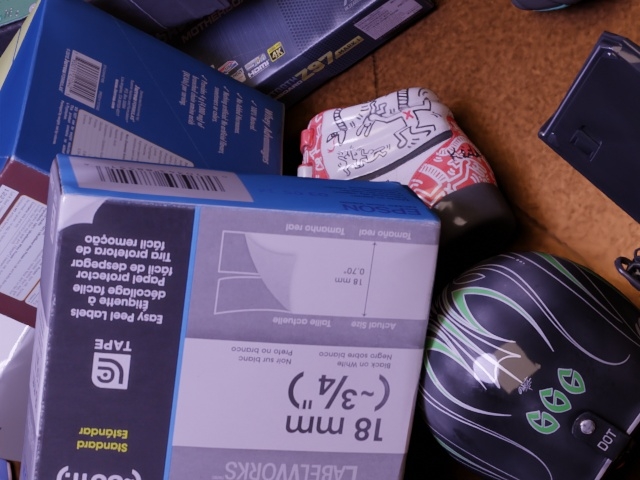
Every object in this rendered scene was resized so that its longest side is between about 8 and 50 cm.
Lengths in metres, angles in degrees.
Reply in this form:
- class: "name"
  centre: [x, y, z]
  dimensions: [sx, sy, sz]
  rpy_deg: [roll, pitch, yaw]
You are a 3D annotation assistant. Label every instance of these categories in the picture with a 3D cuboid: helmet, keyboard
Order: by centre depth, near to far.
- class: "keyboard"
  centre: [0.263, 0.020, 1.068]
  dimensions: [0.317, 0.201, 0.033]
  rpy_deg: [42, 62, 9]
- class: "helmet"
  centre: [0.139, 0.085, 1.161]
  dimensions: [0.161, 0.169, 0.169]
  rpy_deg: [36, 97, 15]

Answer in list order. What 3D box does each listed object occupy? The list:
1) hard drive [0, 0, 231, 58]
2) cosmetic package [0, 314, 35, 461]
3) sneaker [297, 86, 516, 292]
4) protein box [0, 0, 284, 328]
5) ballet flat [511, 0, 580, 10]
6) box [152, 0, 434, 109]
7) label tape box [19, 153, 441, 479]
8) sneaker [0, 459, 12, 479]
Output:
- class: "hard drive"
  centre: [-0.189, -0.251, 1.430]
  dimensions: [0.339, 0.064, 0.237]
  rpy_deg: [-12, 53, 36]
- class: "cosmetic package"
  centre: [-0.249, 0.063, 1.391]
  dimensions: [0.184, 0.151, 0.151]
  rpy_deg: [39, 98, 32]
- class: "sneaker"
  centre: [0.001, 0.000, 1.299]
  dimensions: [0.270, 0.090, 0.145]
  rpy_deg: [-34, 62, 15]
- class: "protein box"
  centre: [-0.146, -0.038, 1.270]
  dimensions: [0.136, 0.201, 0.199]
  rpy_deg: [-48, 26, 35]
- class: "ballet flat"
  centre: [0.131, -0.293, 1.292]
  dimensions: [0.096, 0.095, 0.280]
  rpy_deg: [-37, 60, 58]
- class: "box"
  centre: [-0.047, -0.199, 1.395]
  dimensions: [0.233, 0.059, 0.183]
  rpy_deg: [-32, 62, 20]
- class: "label tape box"
  centre: [-0.068, 0.124, 1.155]
  dimensions: [0.106, 0.241, 0.333]
  rpy_deg: [-127, 43, -69]
- class: "sneaker"
  centre: [-0.393, 0.114, 1.445]
  dimensions: [0.127, 0.182, 0.315]
  rpy_deg: [-49, 59, 9]
